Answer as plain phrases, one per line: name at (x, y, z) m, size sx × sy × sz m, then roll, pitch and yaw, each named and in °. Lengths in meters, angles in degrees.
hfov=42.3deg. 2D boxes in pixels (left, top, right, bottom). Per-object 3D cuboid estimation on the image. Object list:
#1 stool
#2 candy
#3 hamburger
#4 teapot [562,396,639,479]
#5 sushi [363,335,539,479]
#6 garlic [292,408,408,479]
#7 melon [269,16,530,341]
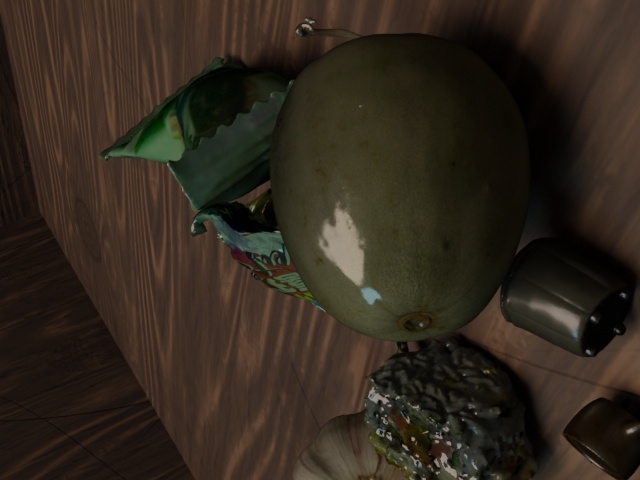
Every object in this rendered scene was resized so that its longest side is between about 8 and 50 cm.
stool at (0.235, 0.056, 0.796) m, size 0.110 × 0.096 × 0.096 m, roll 32°, pitch 139°, yaw 41°
candy at (-0.153, -0.167, 1.154) m, size 0.398 × 0.263 × 0.172 m, roll 28°, pitch 146°, yaw 52°
hamburger at (0.004, -0.005, 1.018) m, size 0.260 × 0.150 × 0.276 m, roll 16°, pitch 166°, yaw 26°
teapot at (0.293, 0.193, 0.838) m, size 0.076 × 0.068 × 0.121 m, roll 41°, pitch 173°, yaw 5°
sushi at (0.150, 0.229, 1.046) m, size 0.274 × 0.139 × 0.184 m, roll 29°, pitch 134°, yaw 43°
garlic at (0.086, 0.351, 1.244) m, size 0.253 × 0.245 × 0.245 m, roll -54°, pitch -56°, yaw -79°
melon at (0.075, -0.058, 0.805) m, size 0.272 × 0.271 × 0.308 m, roll -4°, pitch 70°, yaw 63°
